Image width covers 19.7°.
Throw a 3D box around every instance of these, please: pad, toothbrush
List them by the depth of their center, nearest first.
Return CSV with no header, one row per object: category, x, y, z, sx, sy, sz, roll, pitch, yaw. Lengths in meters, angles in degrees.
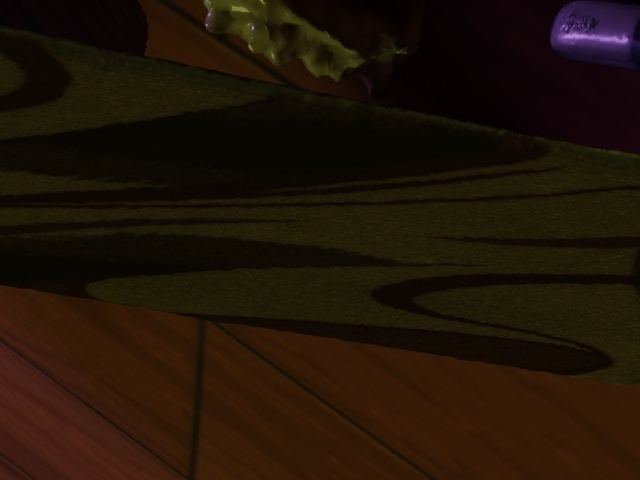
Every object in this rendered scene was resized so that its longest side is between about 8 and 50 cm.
toothbrush,0.172,-0.036,0.432,0.288,0.024,0.026,13,159,43
pad,0.000,0.000,0.537,0.330,0.004,0.220,10,162,-18

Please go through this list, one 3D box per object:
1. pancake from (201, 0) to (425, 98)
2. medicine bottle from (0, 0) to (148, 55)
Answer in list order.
pancake,-0.088,-0.119,0.466,0.257,0.056,0.212,19,-150,-29
medicine bottle,-0.205,-0.136,0.611,0.178,0.178,0.291,5,139,52
